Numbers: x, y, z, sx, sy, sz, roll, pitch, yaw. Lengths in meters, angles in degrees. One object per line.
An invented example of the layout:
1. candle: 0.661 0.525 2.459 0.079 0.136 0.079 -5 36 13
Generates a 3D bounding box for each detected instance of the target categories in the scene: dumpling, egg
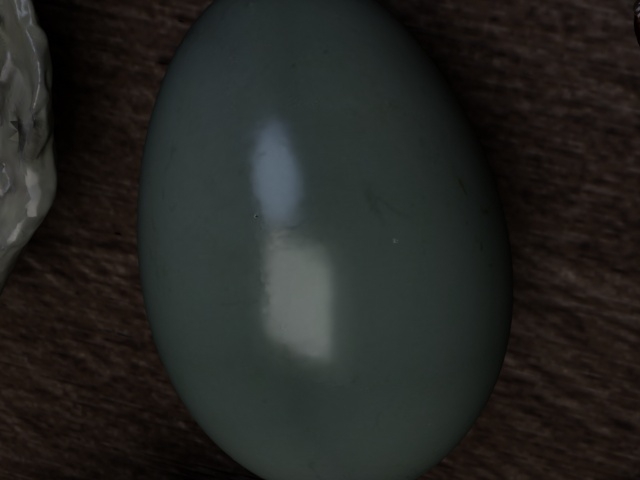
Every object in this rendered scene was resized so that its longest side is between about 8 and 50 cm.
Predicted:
1. dumpling: -0.216 -0.047 0.715 0.162 0.132 0.250 41 118 0
2. egg: 0.000 0.000 0.643 0.183 0.183 0.264 -6 105 19

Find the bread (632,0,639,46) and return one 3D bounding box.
1. bread: 0.181 -0.087 0.606 0.085 0.085 0.053 42 112 -5
